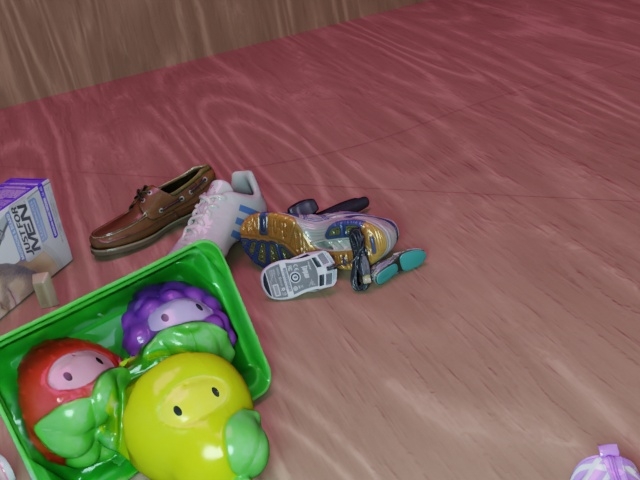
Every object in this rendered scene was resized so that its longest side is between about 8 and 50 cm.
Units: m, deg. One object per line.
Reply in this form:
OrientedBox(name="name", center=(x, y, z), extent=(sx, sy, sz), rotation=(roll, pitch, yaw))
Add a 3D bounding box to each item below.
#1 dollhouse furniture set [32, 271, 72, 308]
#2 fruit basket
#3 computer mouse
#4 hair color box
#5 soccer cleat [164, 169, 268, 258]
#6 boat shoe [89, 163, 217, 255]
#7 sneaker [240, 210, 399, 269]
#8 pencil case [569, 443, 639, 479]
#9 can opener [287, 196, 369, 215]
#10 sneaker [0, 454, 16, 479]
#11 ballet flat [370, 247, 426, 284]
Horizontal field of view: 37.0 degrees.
OrientedBox(name="dollhouse furniture set", center=(-0.442, 0.096, 1.664), extent=(0.091, 0.114, 0.081), rotation=(-8, 21, 11))
OrientedBox(name="fruit basket", center=(-0.222, 0.187, 1.248), extent=(0.392, 0.282, 0.392), rotation=(-21, 11, 4))
OrientedBox(name="computer mouse", center=(-0.008, 0.049, 1.624), extent=(0.193, 0.106, 0.042), rotation=(-13, 5, 14))
OrientedBox(name="hair color box", center=(-0.617, 0.034, 1.776), extent=(0.110, 0.185, 0.339), rotation=(3, 29, 25))
OrientedBox(name="soccer cleat", center=(-0.209, -0.027, 1.777), extent=(0.116, 0.143, 0.331), rotation=(0, 25, 26))
OrientedBox(name="boat shoe", center=(-0.347, -0.069, 1.972), extent=(0.307, 0.104, 0.111), rotation=(-28, 30, -32))
OrientedBox(name="sneaker", center=(0.000, 0.000, 1.726), extent=(0.297, 0.111, 0.131), rotation=(6, 13, 27))
OrientedBox(name="pencil case", center=(0.311, 0.303, 0.961), extent=(0.086, 0.088, 0.206), rotation=(-9, 25, 1))
OrientedBox(name="can opener", center=(0.022, -0.053, 1.852), extent=(0.186, 0.073, 0.059), rotation=(-17, 16, -34))
OrientedBox(name="sneaker", center=(-0.471, 0.316, 1.293), extent=(0.134, 0.051, 0.070), rotation=(8, 33, 41))
OrientedBox(name="ballet flat", center=(0.127, 0.038, 1.636), extent=(0.114, 0.041, 0.041), rotation=(-26, 29, -27))
